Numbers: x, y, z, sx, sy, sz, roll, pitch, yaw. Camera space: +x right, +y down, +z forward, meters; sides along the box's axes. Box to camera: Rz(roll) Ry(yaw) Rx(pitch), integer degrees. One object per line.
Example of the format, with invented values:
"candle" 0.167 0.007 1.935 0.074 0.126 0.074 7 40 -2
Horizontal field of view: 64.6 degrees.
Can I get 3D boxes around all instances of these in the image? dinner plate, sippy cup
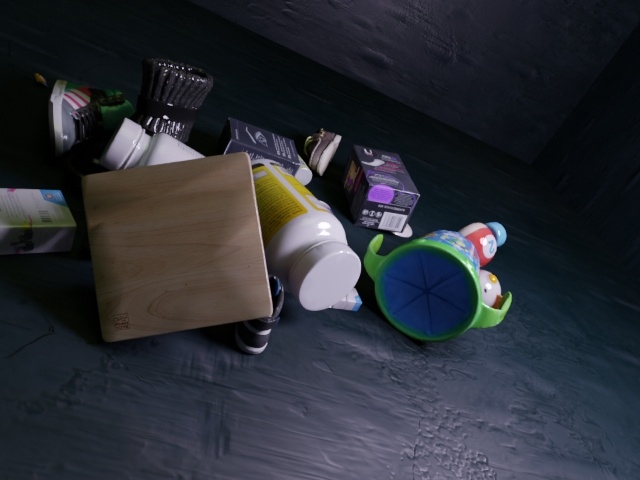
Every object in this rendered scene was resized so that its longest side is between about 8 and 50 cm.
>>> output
"dinner plate" 0.231 -0.061 1.598 0.141 0.017 0.141 24 29 -14
"sippy cup" 0.270 0.082 1.181 0.306 0.240 0.224 56 31 -2

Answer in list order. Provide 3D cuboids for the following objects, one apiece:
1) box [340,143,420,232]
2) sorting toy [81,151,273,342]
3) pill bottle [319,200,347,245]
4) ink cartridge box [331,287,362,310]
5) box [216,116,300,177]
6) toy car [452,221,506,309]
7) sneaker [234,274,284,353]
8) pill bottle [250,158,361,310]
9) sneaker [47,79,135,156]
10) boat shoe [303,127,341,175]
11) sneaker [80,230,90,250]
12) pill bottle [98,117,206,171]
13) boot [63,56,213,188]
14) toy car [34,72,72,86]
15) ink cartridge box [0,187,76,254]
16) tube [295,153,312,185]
"box" 0.174 -0.163 1.556 0.165 0.143 0.270 10 34 -14
"sorting toy" -0.219 0.010 0.809 0.257 0.256 0.089 -9 -3 -2
"pill bottle" 0.000 0.000 1.193 0.112 0.112 0.187 12 34 -29
"ink cartridge box" 0.045 0.126 1.121 0.083 0.028 0.048 11 34 -29
"box" -0.176 -0.235 1.409 0.207 0.108 0.153 16 32 -22
"toy car" 0.420 0.097 1.352 0.219 0.210 0.238 -12 61 -37
"sneaker" -0.115 0.090 0.938 0.079 0.121 0.217 14 33 -28
"pill bottle" -0.069 -0.015 1.046 0.187 0.188 0.334 2 33 -40
"sneaker" -0.517 -0.271 1.154 0.178 0.124 0.296 3 36 -23
"boat shoe" -0.004 -0.299 1.665 0.096 0.117 0.324 24 25 0
"sneaker" -0.386 -0.039 0.953 0.083 0.118 0.222 33 -1 -11
"pill bottle" -0.307 -0.138 1.005 0.229 0.131 0.131 30 26 -28
"boot" -0.386 -0.257 1.095 0.131 0.260 0.348 32 29 5
"toy car" -0.657 -0.389 1.276 0.122 0.060 0.040 45 0 13
"ink cartridge box" -0.515 -0.032 0.832 0.181 0.062 0.104 -2 42 -45
"tube" -0.092 -0.252 1.571 0.062 0.070 0.240 -15 41 -13
